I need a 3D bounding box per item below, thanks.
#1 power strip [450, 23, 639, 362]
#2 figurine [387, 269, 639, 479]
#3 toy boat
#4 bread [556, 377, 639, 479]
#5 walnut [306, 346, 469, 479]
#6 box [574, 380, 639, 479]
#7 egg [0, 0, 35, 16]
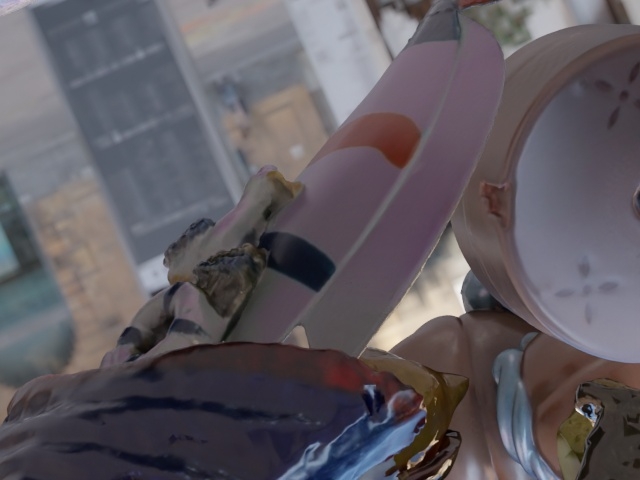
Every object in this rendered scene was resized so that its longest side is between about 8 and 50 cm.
[{"bbox_3d":[0.141,-0.023,0.824,0.154,0.154,0.078,-25,-166,-11],"label":"power strip"},{"bbox_3d":[0.166,0.199,1.414,0.248,0.388,0.276,-15,-150,1],"label":"figurine"},{"bbox_3d":[0.002,0.012,0.615,0.318,0.072,0.219,-43,-159,-7],"label":"toy boat"},{"bbox_3d":[0.225,0.179,1.118,0.088,0.160,0.233,-13,-167,-19],"label":"bread"},{"bbox_3d":[-0.010,0.139,1.206,0.245,0.137,0.137,-18,-176,-7],"label":"walnut"},{"bbox_3d":[0.184,0.156,0.443,0.273,0.184,0.143,12,-112,31],"label":"box"},{"bbox_3d":[-0.214,-0.216,0.750,0.278,0.336,0.278,-39,148,-31],"label":"egg"}]
